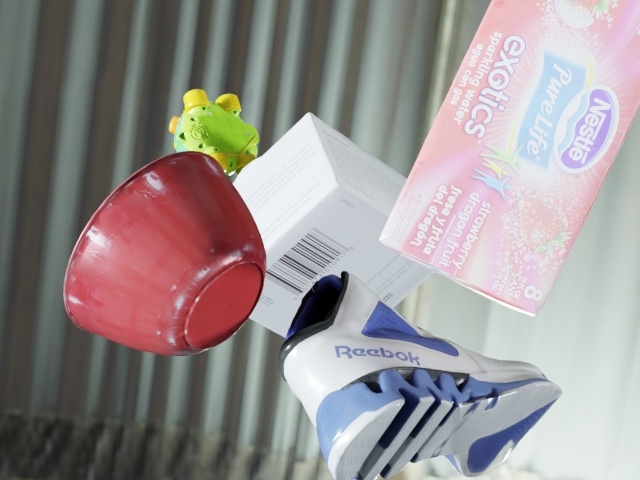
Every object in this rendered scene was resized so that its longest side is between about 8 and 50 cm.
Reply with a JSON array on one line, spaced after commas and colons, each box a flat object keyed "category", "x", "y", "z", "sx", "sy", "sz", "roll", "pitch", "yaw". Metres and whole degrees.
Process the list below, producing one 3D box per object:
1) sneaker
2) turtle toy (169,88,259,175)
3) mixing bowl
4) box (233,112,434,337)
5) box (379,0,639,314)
[{"category": "sneaker", "x": 0.073, "y": 0.109, "z": 1.477, "sx": 0.315, "sy": 0.127, "sz": 0.182, "roll": 6, "pitch": -142, "yaw": -52}, {"category": "turtle toy", "x": -0.108, "y": -0.101, "z": 1.742, "sx": 0.066, "sy": 0.095, "sz": 0.130, "roll": -27, "pitch": 162, "yaw": 34}, {"category": "mixing bowl", "x": -0.110, "y": 0.027, "z": 1.371, "sx": 0.098, "sy": 0.181, "sz": 0.181, "roll": 36, "pitch": -158, "yaw": 28}, {"category": "box", "x": 0.000, "y": 0.000, "z": 1.682, "sx": 0.182, "sy": 0.181, "sz": 0.119, "roll": 31, "pitch": -154, "yaw": -38}, {"category": "box", "x": 0.176, "y": -0.100, "z": 1.355, "sx": 0.142, "sy": 0.300, "sz": 0.154, "roll": 25, "pitch": 180, "yaw": 7}]
